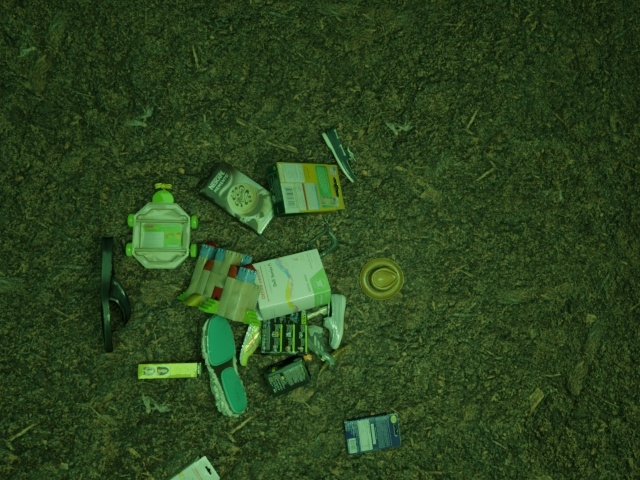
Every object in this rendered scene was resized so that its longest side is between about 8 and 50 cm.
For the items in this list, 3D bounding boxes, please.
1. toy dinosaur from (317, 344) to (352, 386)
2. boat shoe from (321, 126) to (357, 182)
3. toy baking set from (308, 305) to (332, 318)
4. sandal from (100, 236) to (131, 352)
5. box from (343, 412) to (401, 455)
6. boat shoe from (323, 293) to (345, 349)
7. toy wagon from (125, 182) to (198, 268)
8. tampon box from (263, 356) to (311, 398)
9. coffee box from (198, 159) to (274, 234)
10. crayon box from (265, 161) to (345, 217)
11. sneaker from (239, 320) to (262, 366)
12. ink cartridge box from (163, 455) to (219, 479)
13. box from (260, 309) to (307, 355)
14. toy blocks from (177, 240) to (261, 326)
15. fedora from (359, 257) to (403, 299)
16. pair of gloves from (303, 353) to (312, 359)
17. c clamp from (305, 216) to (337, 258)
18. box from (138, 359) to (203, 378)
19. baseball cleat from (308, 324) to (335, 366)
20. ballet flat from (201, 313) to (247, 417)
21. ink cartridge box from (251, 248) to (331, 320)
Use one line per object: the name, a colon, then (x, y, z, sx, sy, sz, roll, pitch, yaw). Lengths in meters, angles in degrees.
toy dinosaur: (0.036, 0.485, 1.774, 0.211, 0.112, 0.064, -45, 92, -8)
boat shoe: (0.096, -0.368, 1.875, 0.079, 0.095, 0.254, -30, 80, 2)
toy baking set: (-0.084, 0.258, 1.822, 0.256, 0.030, 0.196, 40, 81, -2)
sandal: (-0.787, 0.206, 1.682, 0.107, 0.168, 0.444, 0, 85, -25)
box: (0.214, 0.795, 1.805, 0.226, 0.036, 0.136, -6, 86, -6)
boat shoe: (0.048, 0.329, 1.798, 0.081, 0.079, 0.227, 12, 71, -15)
toy wagon: (-0.634, -0.058, 1.766, 0.268, 0.068, 0.343, 1, 84, -7)
tampon box: (-0.130, 0.534, 1.740, 0.161, 0.120, 0.101, -22, 89, -4)
coffee box: (-0.321, -0.169, 1.788, 0.297, 0.119, 0.168, 34, 82, -3)
crayon box: (-0.056, -0.208, 1.790, 0.323, 0.083, 0.202, -7, 84, -42)
sneaker: (-0.266, 0.410, 1.761, 0.094, 0.081, 0.208, 20, 82, -7)
ink cartridge box: (-0.497, 0.926, 1.690, 0.198, 0.067, 0.115, -33, 90, -7)
box: (-0.143, 0.359, 1.734, 0.184, 0.045, 0.190, 3, 61, -9)
toy blocks: (-0.361, 0.150, 1.680, 0.382, 0.191, 0.260, 11, 82, 36)
fedora: (0.266, 0.162, 1.850, 0.195, 0.079, 0.194, 1, 85, -8)
pair of gloves: (-0.065, 0.454, 1.816, 0.074, 0.010, 0.083, 14, 82, -3)
c clamp: (0.000, 0.000, 1.864, 0.161, 0.022, 0.137, -42, 96, -10)
box: (-0.583, 0.504, 1.711, 0.233, 0.087, 0.058, 0, 83, -6)
baseball cleat: (-0.003, 0.411, 1.761, 0.206, 0.072, 0.109, 32, 66, 27)
ballet flat: (-0.403, 0.493, 1.712, 0.147, 0.147, 0.408, -13, 86, -8)
ink cartridge box: (-0.156, 0.182, 1.736, 0.354, 0.119, 0.207, -14, 58, -9)
